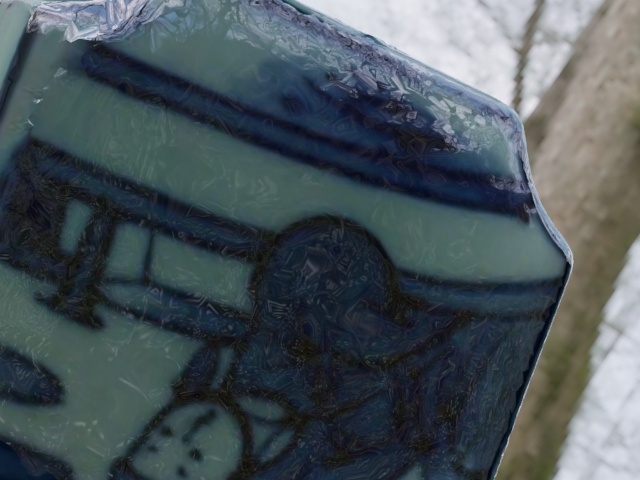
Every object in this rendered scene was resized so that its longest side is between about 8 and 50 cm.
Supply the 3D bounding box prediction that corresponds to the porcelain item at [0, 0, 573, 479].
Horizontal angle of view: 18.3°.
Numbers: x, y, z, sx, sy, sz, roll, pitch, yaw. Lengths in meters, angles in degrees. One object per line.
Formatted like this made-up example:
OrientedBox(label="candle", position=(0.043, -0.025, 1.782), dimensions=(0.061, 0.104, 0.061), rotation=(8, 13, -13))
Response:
OrientedBox(label="porcelain item", position=(-0.051, 0.033, 0.872), dimensions=(0.281, 0.285, 0.157), rotation=(26, -10, -18))
